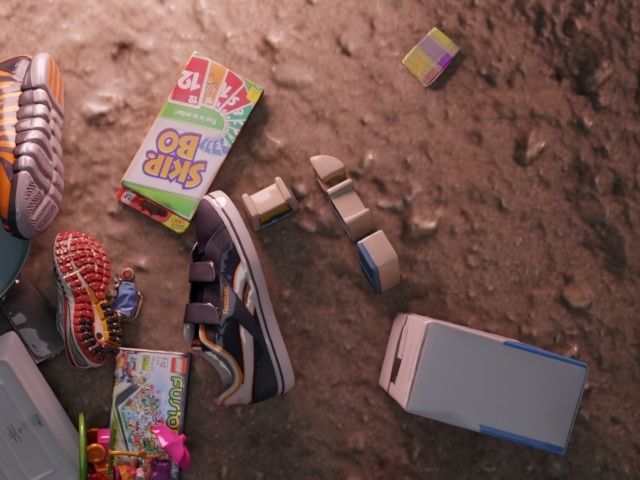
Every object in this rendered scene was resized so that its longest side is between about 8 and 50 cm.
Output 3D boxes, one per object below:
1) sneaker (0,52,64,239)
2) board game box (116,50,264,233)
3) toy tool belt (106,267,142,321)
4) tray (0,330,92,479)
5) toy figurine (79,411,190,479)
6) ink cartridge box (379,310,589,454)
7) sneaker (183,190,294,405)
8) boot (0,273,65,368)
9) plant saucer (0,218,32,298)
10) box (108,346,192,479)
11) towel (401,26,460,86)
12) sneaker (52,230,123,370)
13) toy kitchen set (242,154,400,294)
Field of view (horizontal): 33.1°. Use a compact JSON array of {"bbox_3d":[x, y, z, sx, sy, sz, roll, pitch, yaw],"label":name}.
[{"bbox_3d":[-0.477,-0.129,1.573,0.180,0.124,0.321,-8,54,4],"label":"sneaker"},{"bbox_3d":[-0.203,-0.149,1.659,0.124,0.039,0.259,29,88,-1],"label":"board game box"},{"bbox_3d":[-0.296,0.082,1.629,0.052,0.051,0.083,7,86,-3],"label":"toy tool belt"},{"bbox_3d":[-0.447,0.280,1.584,0.145,0.030,0.270,-29,104,-4],"label":"tray"},{"bbox_3d":[-0.269,0.331,1.560,0.159,0.130,0.173,0,109,-13],"label":"toy figurine"},{"bbox_3d":[0.217,0.192,1.527,0.223,0.307,0.129,15,88,-3],"label":"ink cartridge box"},{"bbox_3d":[-0.146,0.091,1.594,0.127,0.126,0.321,-18,89,-19],"label":"sneaker"},{"bbox_3d":[-0.498,0.115,1.612,0.190,0.076,0.208,-28,95,-4],"label":"boot"},{"bbox_3d":[-0.572,0.013,1.559,0.318,0.043,0.317,-1,56,1],"label":"plant saucer"},{"bbox_3d":[-0.260,0.268,1.628,0.114,0.036,0.207,5,86,-3],"label":"box"},{"bbox_3d":[0.174,-0.290,1.701,0.060,0.009,0.083,41,84,0],"label":"towel"},{"bbox_3d":[-0.364,0.088,1.597,0.088,0.093,0.225,8,58,-40],"label":"sneaker"},{"bbox_3d":[0.000,0.000,1.639,0.166,0.122,0.207,-28,69,-4],"label":"toy kitchen set"}]
